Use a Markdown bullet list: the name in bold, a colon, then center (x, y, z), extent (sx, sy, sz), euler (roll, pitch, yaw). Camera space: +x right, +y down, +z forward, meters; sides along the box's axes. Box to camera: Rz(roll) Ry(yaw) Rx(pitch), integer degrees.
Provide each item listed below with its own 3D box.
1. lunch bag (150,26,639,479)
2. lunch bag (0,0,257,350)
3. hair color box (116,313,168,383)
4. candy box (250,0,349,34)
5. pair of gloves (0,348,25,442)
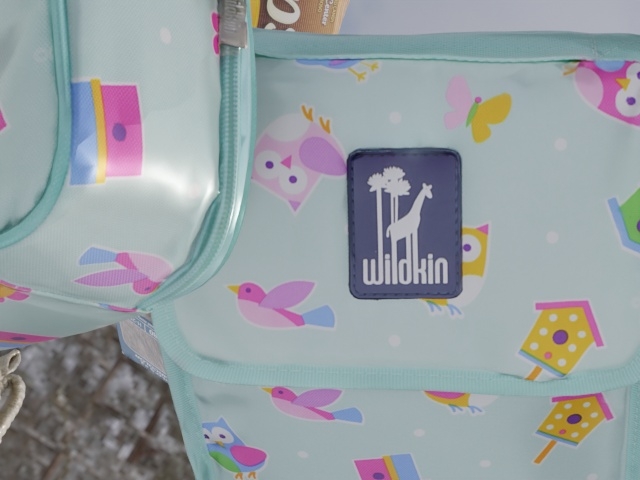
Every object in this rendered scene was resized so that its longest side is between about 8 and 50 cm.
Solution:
- **lunch bag**: center (0.041, 0.018, 0.619), extent (0.223, 0.160, 0.262), euler (1, -45, 7)
- **lunch bag**: center (-0.140, -0.073, 0.532), extent (0.279, 0.224, 0.108), euler (-16, -22, 40)
- **hair color box**: center (0.000, 0.000, 1.195), extent (0.174, 0.347, 0.105), euler (32, -28, 20)
- **candy box**: center (-0.075, -0.217, 1.345), extent (0.087, 0.183, 0.316), euler (44, -55, 40)
- **pair of gloves**: center (-0.281, 0.192, 0.939), extent (0.042, 0.240, 0.204), euler (37, -49, -11)
